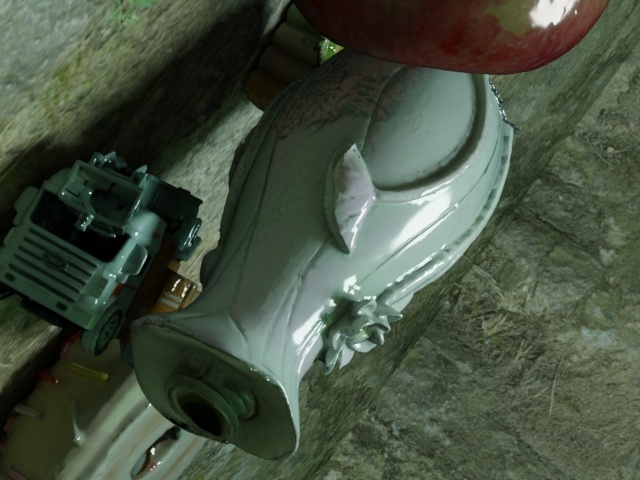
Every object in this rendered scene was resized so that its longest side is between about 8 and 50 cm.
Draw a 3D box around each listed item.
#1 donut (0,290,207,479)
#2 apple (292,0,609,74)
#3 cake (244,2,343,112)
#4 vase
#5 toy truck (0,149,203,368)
[{"bbox_3d":[-0.239,0.208,1.758,0.382,0.142,0.382,-47,164,-18],"label":"donut"},{"bbox_3d":[0.122,-0.296,1.337,0.345,0.345,0.269,-20,122,-65],"label":"apple"},{"bbox_3d":[-0.008,-0.233,1.619,0.109,0.090,0.225,-11,118,-66],"label":"cake"},{"bbox_3d":[0.000,0.000,1.432,0.445,0.250,0.250,-54,169,-32],"label":"vase"},{"bbox_3d":[-0.202,0.009,1.427,0.184,0.133,0.338,-61,169,-4],"label":"toy truck"}]
